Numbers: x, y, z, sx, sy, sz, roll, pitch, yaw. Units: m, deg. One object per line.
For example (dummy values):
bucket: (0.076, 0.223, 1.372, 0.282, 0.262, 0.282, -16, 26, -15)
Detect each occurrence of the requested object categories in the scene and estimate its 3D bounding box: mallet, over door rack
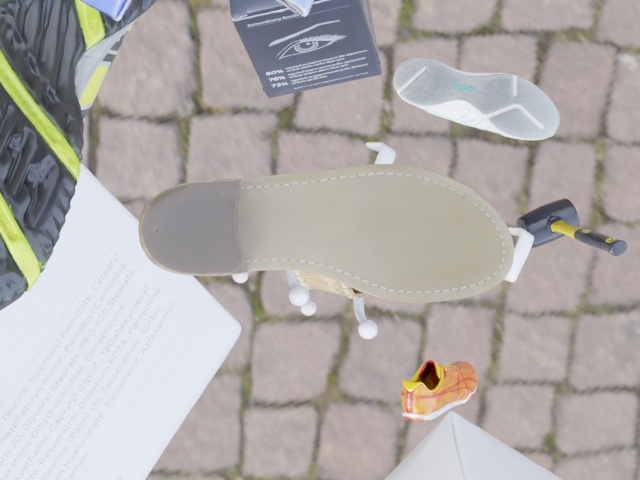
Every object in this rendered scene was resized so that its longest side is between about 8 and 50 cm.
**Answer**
mallet: (0.251, -0.004, 1.653, 0.062, 0.189, 0.039, -21, 104, -5)
over door rack: (0.016, 0.012, 1.703, 0.239, 0.324, 0.108, 28, 63, -39)

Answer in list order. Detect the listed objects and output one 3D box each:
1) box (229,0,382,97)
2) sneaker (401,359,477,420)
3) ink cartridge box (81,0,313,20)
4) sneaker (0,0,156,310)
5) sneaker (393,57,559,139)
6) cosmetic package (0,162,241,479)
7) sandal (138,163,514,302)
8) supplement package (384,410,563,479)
box: (-0.019, -0.276, 1.981, 0.153, 0.108, 0.207, -11, 156, 6)
sneaker: (0.163, 0.186, 2.165, 0.064, 0.175, 0.067, 7, 105, 26)
ink cartridge box: (-0.118, -0.197, 0.537, 0.311, 0.185, 0.065, 26, 147, -6)
sneaker: (-0.183, -0.117, 0.910, 0.145, 0.147, 0.384, 33, 58, -20)
sneaker: (0.142, -0.127, 1.471, 0.152, 0.061, 0.053, 19, 87, 9)
cosmetic package: (-0.360, 0.073, 1.559, 0.327, 0.329, 0.393, -56, 132, -17)
sandal: (0.000, -0.007, 1.070, 0.240, 0.079, 0.088, 2, 90, -10)
supplement package: (0.146, 0.275, 1.003, 0.293, 0.175, 0.177, 33, 113, -20)
